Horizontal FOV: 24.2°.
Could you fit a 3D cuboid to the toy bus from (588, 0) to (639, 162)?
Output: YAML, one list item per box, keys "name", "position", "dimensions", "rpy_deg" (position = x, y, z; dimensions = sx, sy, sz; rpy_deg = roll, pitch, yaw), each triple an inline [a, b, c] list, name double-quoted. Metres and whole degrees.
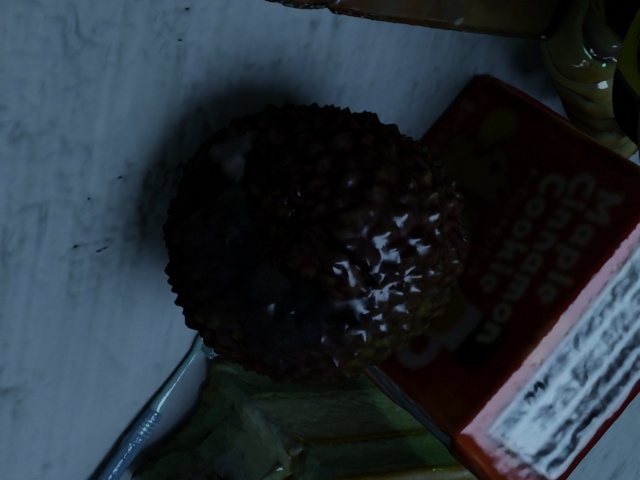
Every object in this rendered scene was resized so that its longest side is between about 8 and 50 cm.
- name: "toy bus"
  position: [0.268, -0.193, 0.900]
  dimensions: [0.331, 0.151, 0.145]
  rpy_deg: [-49, 157, -14]

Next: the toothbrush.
- name: "toothbrush"
  position: [-0.124, 0.137, 1.031]
  dimensions: [0.219, 0.019, 0.016]
  rpy_deg: [-53, 139, 6]

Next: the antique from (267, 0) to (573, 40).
- name: "antique"
  position: [0.032, -0.184, 0.853]
  dimensions: [0.310, 0.087, 0.093]
  rpy_deg: [-2, 124, -45]

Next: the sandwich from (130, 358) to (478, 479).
- name: "sandwich"
  position: [0.008, 0.161, 1.068]
  dimensions: [0.227, 0.155, 0.198]
  rpy_deg: [-43, 144, -8]

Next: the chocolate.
- name: "chocolate"
  position: [0.127, 0.024, 1.015]
  dimensions: [0.237, 0.235, 0.108]
  rpy_deg: [-48, 132, 0]

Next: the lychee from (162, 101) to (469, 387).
- name: "lychee"
  position: [0.000, 0.000, 0.910]
  dimensions: [0.188, 0.188, 0.188]
  rpy_deg: [-26, 137, -27]

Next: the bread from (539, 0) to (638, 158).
- name: "bread"
  position: [0.218, -0.140, 1.059]
  dimensions: [0.134, 0.081, 0.225]
  rpy_deg: [-44, 155, 0]
